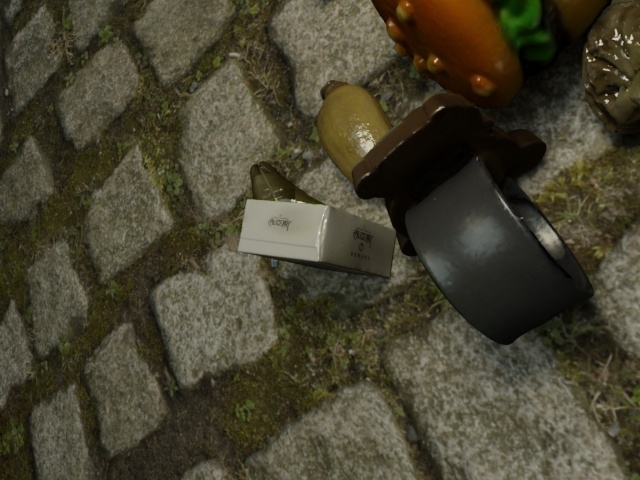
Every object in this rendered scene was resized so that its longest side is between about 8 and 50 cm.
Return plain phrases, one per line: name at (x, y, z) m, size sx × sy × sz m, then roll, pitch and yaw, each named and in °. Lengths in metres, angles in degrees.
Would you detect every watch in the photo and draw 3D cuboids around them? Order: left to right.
watch at (0.250, -0.012, 0.893) m, size 0.314 × 0.335 × 0.326 m, roll -40°, pitch 52°, yaw 22°

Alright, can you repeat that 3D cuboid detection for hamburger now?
hamburger at (0.237, -0.409, 0.938) m, size 0.277 × 0.396 × 0.395 m, roll -42°, pitch 61°, yaw 9°

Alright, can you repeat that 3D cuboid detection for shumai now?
shumai at (0.490, -0.252, 0.832) m, size 0.167 × 0.175 × 0.205 m, roll -16°, pitch 106°, yaw 8°

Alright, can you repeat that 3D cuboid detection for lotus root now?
lotus root at (0.075, -0.216, 1.170) m, size 0.146 × 0.131 × 0.303 m, roll -38°, pitch 63°, yaw 22°

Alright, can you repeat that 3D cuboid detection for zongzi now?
zongzi at (-0.076, -0.121, 1.296) m, size 0.176 × 0.078 × 0.160 m, roll -17°, pitch 76°, yaw 22°

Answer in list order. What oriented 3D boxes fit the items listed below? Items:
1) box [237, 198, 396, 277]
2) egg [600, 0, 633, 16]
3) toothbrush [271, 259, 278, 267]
box at (0.000, 0.000, 1.107) m, size 0.195 × 0.260 × 0.111 m, roll 6°, pitch 86°, yaw 35°
egg at (0.513, -0.493, 0.890) m, size 0.286 × 0.174 × 0.264 m, roll -46°, pitch 56°, yaw 24°
toothbrush at (-0.102, -0.007, 1.283) m, size 0.017 × 0.014 × 0.162 m, roll 12°, pitch 122°, yaw 13°
